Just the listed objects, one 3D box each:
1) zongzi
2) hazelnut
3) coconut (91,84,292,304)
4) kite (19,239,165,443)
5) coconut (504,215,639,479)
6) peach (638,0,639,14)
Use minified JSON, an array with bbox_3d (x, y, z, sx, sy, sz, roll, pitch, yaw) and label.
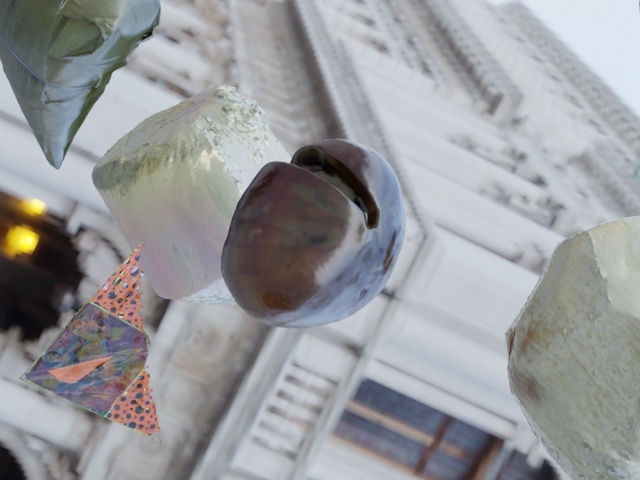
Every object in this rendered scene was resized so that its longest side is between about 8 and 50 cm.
[{"bbox_3d":[-0.391,-0.293,1.903,0.160,0.323,0.360,-33,166,-37],"label":"zongzi"},{"bbox_3d":[0.000,0.000,1.743,0.251,0.217,0.217,-43,-175,-23],"label":"hazelnut"},{"bbox_3d":[-0.153,-0.048,2.146,0.297,0.309,0.297,-29,-161,11],"label":"coconut"},{"bbox_3d":[-0.206,0.107,1.279,0.008,0.125,0.222,-132,-146,-53],"label":"kite"},{"bbox_3d":[0.438,0.158,2.087,0.415,0.344,0.415,-23,-125,37],"label":"coconut"},{"bbox_3d":[0.294,-0.188,1.149,0.083,0.083,0.083,-58,-165,26],"label":"peach"}]
